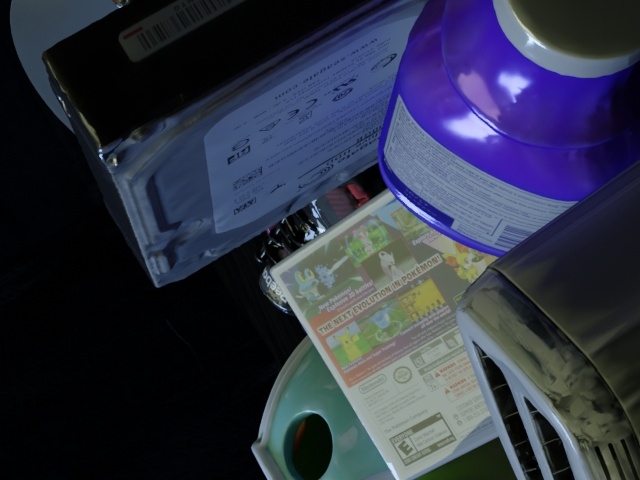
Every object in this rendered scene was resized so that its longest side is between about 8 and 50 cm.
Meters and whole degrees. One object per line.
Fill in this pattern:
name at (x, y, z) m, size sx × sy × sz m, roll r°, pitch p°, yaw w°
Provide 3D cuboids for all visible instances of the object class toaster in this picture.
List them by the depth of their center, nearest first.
toaster at (0.153, 0.056, 0.617) m, size 0.129 × 0.146 × 0.227 m, roll 48°, pitch 167°, yaw 48°

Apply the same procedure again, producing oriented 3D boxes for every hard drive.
hard drive at (-0.015, -0.081, 0.813) m, size 0.064 × 0.237 × 0.339 m, roll 58°, pitch 171°, yaw 8°

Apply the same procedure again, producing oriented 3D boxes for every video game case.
video game case at (0.080, 0.051, 1.012) m, size 0.201 × 0.023 × 0.183 m, roll -34°, pitch 86°, yaw 37°

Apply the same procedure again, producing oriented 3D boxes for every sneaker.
sneaker at (0.000, 0.000, 1.377) m, size 0.098 × 0.135 × 0.276 m, roll 56°, pitch 170°, yaw 33°

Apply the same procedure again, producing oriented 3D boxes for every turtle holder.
turtle holder at (0.091, 0.191, 1.185) m, size 0.320 × 0.227 × 0.243 m, roll 57°, pitch 171°, yaw 13°

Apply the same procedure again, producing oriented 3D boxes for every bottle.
bottle at (0.093, -0.067, 0.672) m, size 0.118 × 0.092 × 0.283 m, roll 29°, pitch 168°, yaw 5°

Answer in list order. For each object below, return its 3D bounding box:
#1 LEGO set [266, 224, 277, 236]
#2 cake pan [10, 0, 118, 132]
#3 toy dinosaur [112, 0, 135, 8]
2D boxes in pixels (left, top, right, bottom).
LEGO set at (-0.046, -0.087, 1.532) m, size 0.227 × 0.087 × 0.093 m, roll -122°, pitch 8°, yaw -54°
cake pan at (-0.158, -0.157, 1.320) m, size 0.293 × 0.054 × 0.293 m, roll 22°, pitch 144°, yaw 18°
toy dinosaur at (-0.084, -0.204, 1.051) m, size 0.218 × 0.164 × 0.322 m, roll 63°, pitch 172°, yaw -6°
